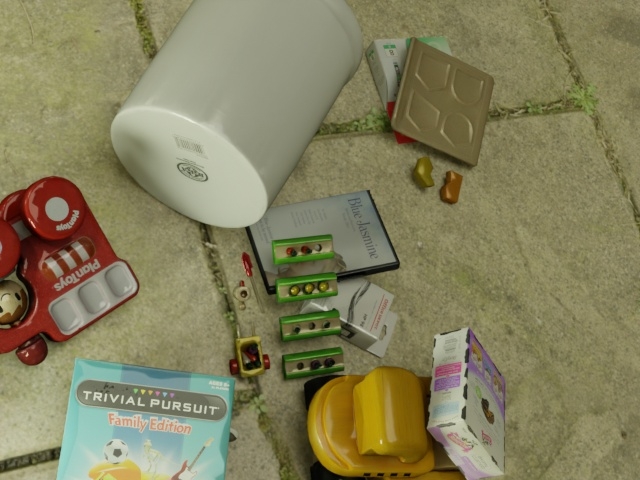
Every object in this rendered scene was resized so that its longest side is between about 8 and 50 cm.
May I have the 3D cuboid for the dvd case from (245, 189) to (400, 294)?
[{"bbox_3d":[0.000,0.000,1.968,0.252,0.022,0.180,-11,55,-16],"label":"dvd case"}]

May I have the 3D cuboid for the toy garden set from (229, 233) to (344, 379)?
[{"bbox_3d":[-0.063,0.121,1.862,0.203,0.049,0.244,-6,93,-16],"label":"toy garden set"}]

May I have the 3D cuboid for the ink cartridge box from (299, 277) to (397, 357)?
[{"bbox_3d":[0.065,0.126,1.972,0.180,0.060,0.104,29,57,-9],"label":"ink cartridge box"}]

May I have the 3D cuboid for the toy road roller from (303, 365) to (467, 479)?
[{"bbox_3d":[0.136,0.316,1.807,0.329,0.240,0.203,5,65,-22],"label":"toy road roller"}]

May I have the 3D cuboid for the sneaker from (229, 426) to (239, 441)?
[{"bbox_3d":[-0.213,0.328,1.761,0.157,0.061,0.065,6,77,-13],"label":"sneaker"}]

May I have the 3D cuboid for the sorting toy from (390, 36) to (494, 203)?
[{"bbox_3d":[0.241,-0.241,2.213,0.229,0.041,0.307,23,70,-24],"label":"sorting toy"}]

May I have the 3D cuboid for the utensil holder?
[{"bbox_3d":[-0.146,-0.260,1.910,0.327,0.327,0.386,32,61,-8],"label":"utensil holder"}]

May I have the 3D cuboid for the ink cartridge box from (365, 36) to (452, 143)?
[{"bbox_3d":[0.211,-0.318,2.254,0.181,0.056,0.225,-8,69,-27],"label":"ink cartridge box"}]

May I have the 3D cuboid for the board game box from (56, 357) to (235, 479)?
[{"bbox_3d":[-0.276,0.365,1.652,0.253,0.079,0.336,9,70,-12],"label":"board game box"}]

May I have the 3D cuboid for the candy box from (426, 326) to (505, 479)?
[{"bbox_3d":[0.248,0.274,1.805,0.165,0.070,0.196,54,32,-35],"label":"candy box"}]

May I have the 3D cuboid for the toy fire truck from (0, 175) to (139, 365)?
[{"bbox_3d":[-0.462,0.056,1.720,0.302,0.169,0.254,-36,103,-32],"label":"toy fire truck"}]
